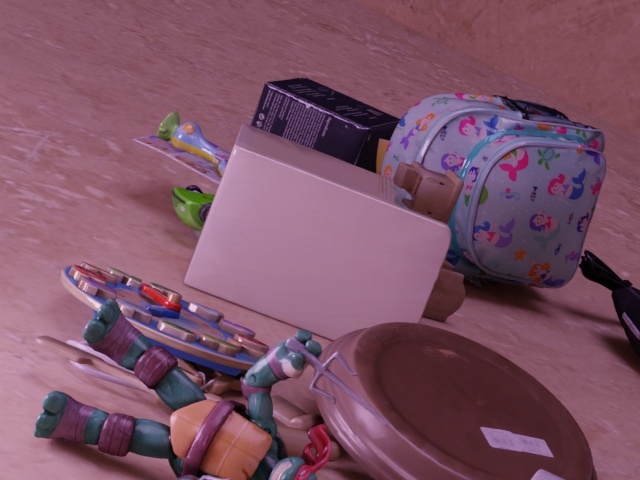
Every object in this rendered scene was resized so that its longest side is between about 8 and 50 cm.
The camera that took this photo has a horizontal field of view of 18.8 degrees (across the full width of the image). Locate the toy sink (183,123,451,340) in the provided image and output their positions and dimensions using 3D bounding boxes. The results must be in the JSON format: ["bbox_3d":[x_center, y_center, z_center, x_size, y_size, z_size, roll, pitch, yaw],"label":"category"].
[{"bbox_3d":[0.000,0.000,1.957,0.234,0.153,0.131,20,14,-3],"label":"toy sink"}]

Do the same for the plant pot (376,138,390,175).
[{"bbox_3d":[0.125,-0.065,2.449,0.134,0.095,0.134,17,2,-1],"label":"plant pot"}]

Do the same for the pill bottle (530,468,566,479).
[{"bbox_3d":[0.235,0.258,1.432,0.208,0.119,0.119,26,15,15],"label":"pill bottle"}]

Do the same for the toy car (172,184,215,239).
[{"bbox_3d":[-0.065,-0.011,2.098,0.225,0.053,0.239,12,17,-31],"label":"toy car"}]

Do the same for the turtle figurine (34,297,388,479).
[{"bbox_3d":[-0.080,0.143,1.422,0.234,0.118,0.175,23,55,12],"label":"turtle figurine"}]

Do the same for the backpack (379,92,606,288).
[{"bbox_3d":[0.203,-0.059,2.317,0.253,0.225,0.191,11,12,-21],"label":"backpack"}]

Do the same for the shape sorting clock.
[{"bbox_3d":[-0.134,0.066,1.714,0.206,0.040,0.206,20,7,-3],"label":"shape sorting clock"}]

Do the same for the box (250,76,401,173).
[{"bbox_3d":[0.006,-0.146,2.596,0.158,0.093,0.156,25,15,16],"label":"box"}]

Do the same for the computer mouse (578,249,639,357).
[{"bbox_3d":[0.410,0.122,2.313,0.184,0.060,0.262,33,9,-36],"label":"computer mouse"}]

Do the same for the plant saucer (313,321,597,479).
[{"bbox_3d":[0.125,0.158,1.680,0.278,0.041,0.278,23,26,-12],"label":"plant saucer"}]

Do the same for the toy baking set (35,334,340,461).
[{"bbox_3d":[-0.107,0.131,1.587,0.197,0.030,0.256,26,8,41],"label":"toy baking set"}]

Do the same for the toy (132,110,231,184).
[{"bbox_3d":[-0.073,-0.083,2.127,0.237,0.056,0.137,25,16,19],"label":"toy"}]

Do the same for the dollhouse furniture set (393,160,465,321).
[{"bbox_3d":[0.104,-0.024,2.167,0.101,0.161,0.182,15,17,-23],"label":"dollhouse furniture set"}]
